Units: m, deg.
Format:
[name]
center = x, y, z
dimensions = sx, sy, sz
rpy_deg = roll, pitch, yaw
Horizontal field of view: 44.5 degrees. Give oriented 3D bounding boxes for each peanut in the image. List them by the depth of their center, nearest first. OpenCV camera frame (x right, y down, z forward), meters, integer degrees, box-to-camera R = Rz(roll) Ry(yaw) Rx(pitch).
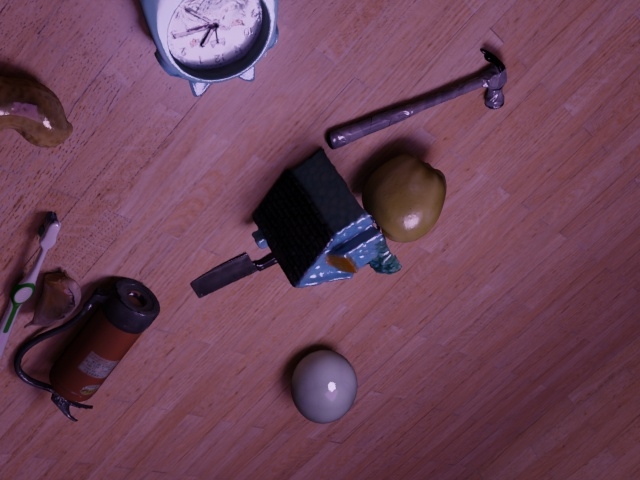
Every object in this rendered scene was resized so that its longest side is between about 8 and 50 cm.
[peanut]
center = -0.501, -0.213, 1.253
dimensions = 0.229, 0.098, 0.103
rpy_deg = 13, 165, -40

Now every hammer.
[hammer]
center = 0.212, -0.279, 1.678
dimensions = 0.427, 0.044, 0.152
rpy_deg = -24, 139, -8

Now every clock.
[clock]
center = -0.183, -0.368, 1.296
dimensions = 0.224, 0.094, 0.274
rpy_deg = -18, 141, -15

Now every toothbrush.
[toothbrush]
center = -0.600, 0.111, 1.569
dimensions = 0.042, 0.040, 0.418
rpy_deg = 7, 128, -39

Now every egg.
[egg]
center = 0.009, 0.408, 2.156
dimensions = 0.183, 0.183, 0.264
rpy_deg = -18, 146, -16

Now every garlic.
[garlic]
center = -0.541, 0.125, 1.611
dimensions = 0.084, 0.066, 0.152
rpy_deg = 23, 117, -14

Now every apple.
[apple]
center = 0.186, -0.094, 1.749
dimensions = 0.200, 0.200, 0.200
rpy_deg = -18, 139, -16

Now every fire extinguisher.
[fire extinguisher]
center = -0.523, 0.232, 1.718
dimensions = 0.200, 0.113, 0.376
rpy_deg = 38, 110, -4

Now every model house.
[model house]
center = 0.000, 0.000, 1.659
dimensions = 0.241, 0.261, 0.226
rpy_deg = -32, 140, -1

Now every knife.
[knife]
center = -0.180, 0.063, 1.804
dimensions = 0.245, 0.019, 0.072
rpy_deg = -25, 139, -4

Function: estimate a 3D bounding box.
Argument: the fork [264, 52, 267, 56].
[fork]
center = -0.094, -0.424, 1.349
dimensions = 0.039, 0.021, 0.235
rpy_deg = -9, 137, -19
